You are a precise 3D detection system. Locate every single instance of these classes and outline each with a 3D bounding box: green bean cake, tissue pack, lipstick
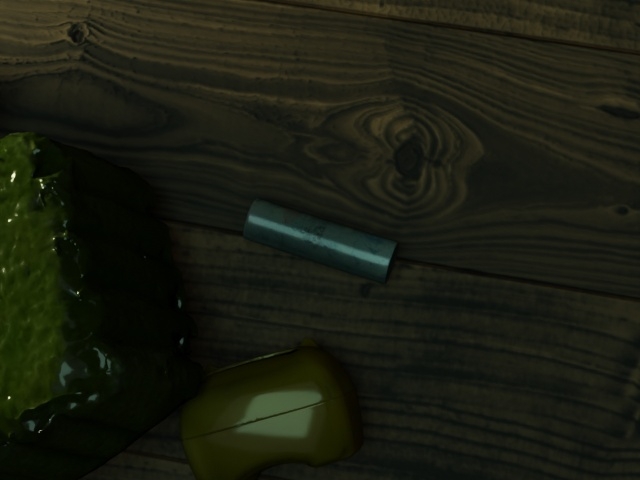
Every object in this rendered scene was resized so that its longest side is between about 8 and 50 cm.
[{"bbox_3d":[-0.312,0.087,1.580,0.319,0.218,0.335,-26,66,21],"label":"green bean cake"},{"bbox_3d":[-0.053,0.177,1.597,0.178,0.123,0.127,-17,90,9],"label":"tissue pack"},{"bbox_3d":[0.000,0.000,1.631,0.158,0.048,0.048,18,92,9],"label":"lipstick"}]
